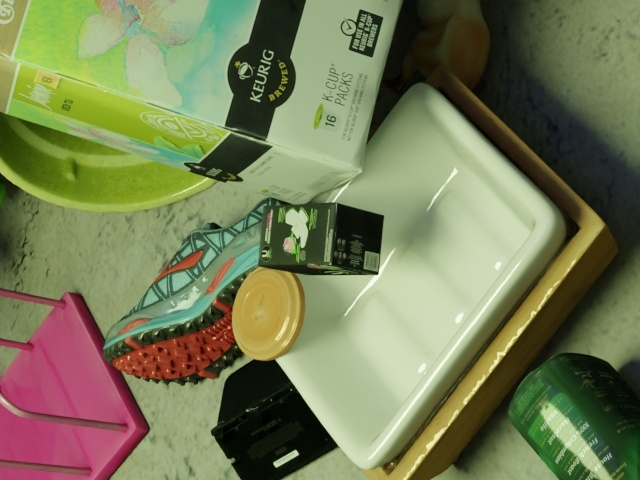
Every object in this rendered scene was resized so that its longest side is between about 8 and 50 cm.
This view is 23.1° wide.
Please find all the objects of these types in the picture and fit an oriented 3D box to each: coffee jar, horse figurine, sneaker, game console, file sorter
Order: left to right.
[{"bbox_3d":[-0.362,0.211,1.626,0.291,0.182,0.202,-50,51,21],"label":"file sorter"},{"bbox_3d":[-0.104,0.049,1.512,0.262,0.104,0.125,-29,43,29],"label":"sneaker"},{"bbox_3d":[-0.036,0.158,1.459,0.122,0.071,0.107,-34,87,32],"label":"game console"},{"bbox_3d":[0.094,-0.196,1.400,0.174,0.066,0.263,-19,64,45],"label":"horse figurine"},{"bbox_3d":[0.225,0.170,1.155,0.079,0.096,0.184,-55,48,21],"label":"coffee jar"}]

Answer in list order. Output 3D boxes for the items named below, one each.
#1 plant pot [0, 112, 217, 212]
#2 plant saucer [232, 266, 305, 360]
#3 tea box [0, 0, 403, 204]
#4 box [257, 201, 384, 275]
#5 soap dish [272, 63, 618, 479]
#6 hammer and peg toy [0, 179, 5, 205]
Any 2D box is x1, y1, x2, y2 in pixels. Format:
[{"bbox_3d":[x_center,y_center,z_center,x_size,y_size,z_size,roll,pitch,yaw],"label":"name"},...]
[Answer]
[{"bbox_3d":[-0.212,-0.212,1.576,0.276,0.276,0.254,-40,43,28],"label":"plant pot"},{"bbox_3d":[-0.047,0.061,1.332,0.083,0.013,0.084,-14,69,41],"label":"plant saucer"},{"bbox_3d":[-0.098,-0.240,1.301,0.220,0.323,0.329,155,130,-76],"label":"tea box"},{"bbox_3d":[0.000,0.000,1.269,0.083,0.062,0.052,-1,80,42],"label":"box"},{"bbox_3d":[0.093,0.036,1.299,0.291,0.118,0.229,-54,49,17],"label":"soap dish"},{"bbox_3d":[-0.392,-0.078,1.654,0.361,0.127,0.266,-91,20,-46],"label":"hammer and peg toy"}]
